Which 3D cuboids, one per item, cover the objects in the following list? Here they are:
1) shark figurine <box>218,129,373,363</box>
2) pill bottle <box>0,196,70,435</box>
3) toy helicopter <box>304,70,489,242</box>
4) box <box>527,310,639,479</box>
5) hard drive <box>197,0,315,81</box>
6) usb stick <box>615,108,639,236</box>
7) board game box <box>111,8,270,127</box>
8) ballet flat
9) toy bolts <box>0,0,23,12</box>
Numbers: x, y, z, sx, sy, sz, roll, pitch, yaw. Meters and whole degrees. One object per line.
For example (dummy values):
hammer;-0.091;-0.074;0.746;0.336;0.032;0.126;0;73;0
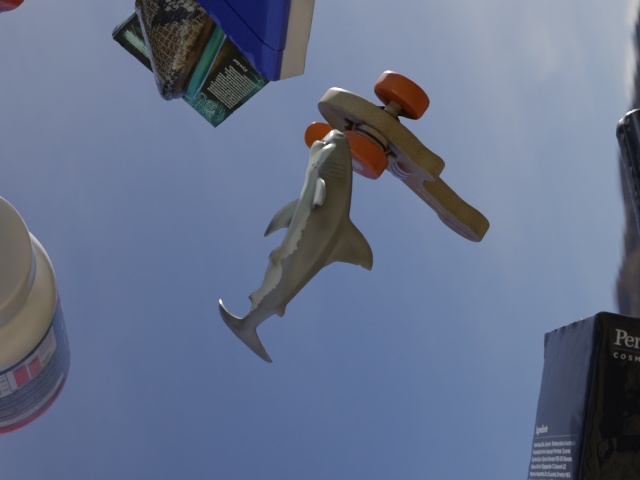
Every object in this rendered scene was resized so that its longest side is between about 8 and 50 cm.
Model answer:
shark figurine;-0.007;0.025;1.409;0.278;0.116;0.166;-63;17;7
pill bottle;-0.415;0.090;1.537;0.363;0.210;0.210;106;169;-65
toy helicopter;0.125;-0.110;1.956;0.355;0.235;0.140;41;-103;-30
box;0.540;0.380;1.767;0.297;0.480;0.471;112;167;-78
hard drive;-0.058;-0.308;0.954;0.210;0.040;0.318;51;146;36
usb stick;0.276;0.004;0.962;0.045;0.077;0.278;118;160;-43
board game box;-0.158;-0.244;1.648;0.186;0.126;0.026;41;-155;-26
ballet flat;-0.092;-0.334;1.282;0.483;0.182;0.164;-59;2;-35
toy bolts;-0.275;-0.161;0.688;0.228;0.158;0.218;9;-78;-77
